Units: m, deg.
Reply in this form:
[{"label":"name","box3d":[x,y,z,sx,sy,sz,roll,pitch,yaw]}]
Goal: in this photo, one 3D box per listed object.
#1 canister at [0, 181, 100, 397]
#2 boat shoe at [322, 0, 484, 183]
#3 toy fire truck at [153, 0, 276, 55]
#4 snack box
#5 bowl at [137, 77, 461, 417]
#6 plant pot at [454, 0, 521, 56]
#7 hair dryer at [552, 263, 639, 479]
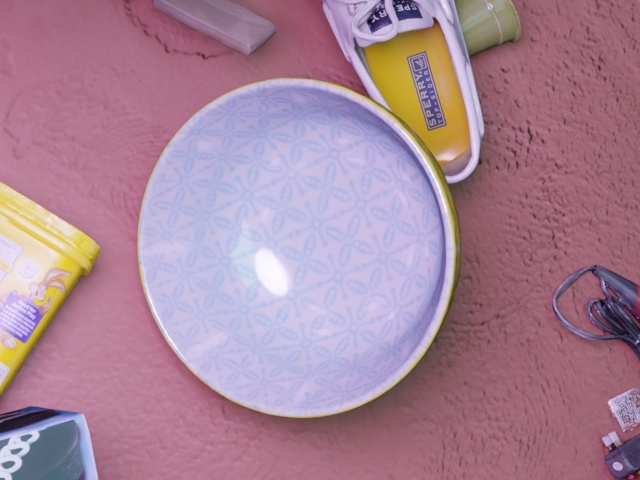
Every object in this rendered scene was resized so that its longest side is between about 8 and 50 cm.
[{"label":"canister","box3d":[-0.281,0.046,1.094,0.126,0.073,0.170,32,75,-2]},{"label":"boat shoe","box3d":[0.059,-0.213,1.192,0.136,0.156,0.367,-19,107,3]},{"label":"toy fire truck","box3d":[-0.118,-0.295,1.175,0.217,0.158,0.246,-39,112,-22]},{"label":"snack box","box3d":[-0.348,0.196,0.997,0.322,0.187,0.060,-14,91,-24]},{"label":"bowl","box3d":[0.000,0.000,1.168,0.156,0.290,0.289,-17,93,-67]},{"label":"plant pot","box3d":[0.144,-0.215,1.315,0.079,0.083,0.083,-33,99,-11]},{"label":"hair dryer","box3d":[0.401,0.109,1.392,0.294,0.080,0.223,-17,92,-24]}]
